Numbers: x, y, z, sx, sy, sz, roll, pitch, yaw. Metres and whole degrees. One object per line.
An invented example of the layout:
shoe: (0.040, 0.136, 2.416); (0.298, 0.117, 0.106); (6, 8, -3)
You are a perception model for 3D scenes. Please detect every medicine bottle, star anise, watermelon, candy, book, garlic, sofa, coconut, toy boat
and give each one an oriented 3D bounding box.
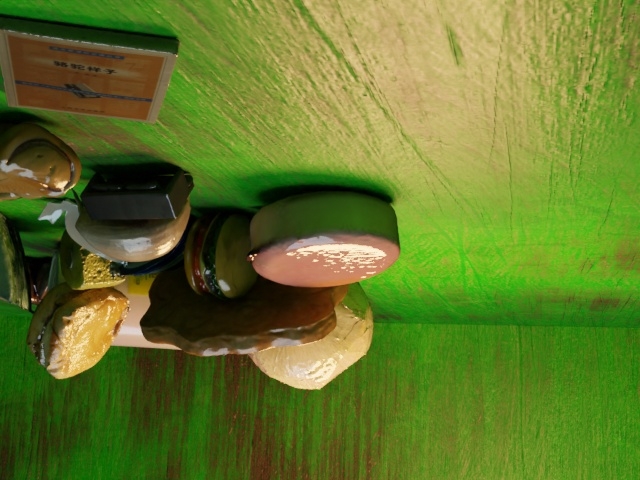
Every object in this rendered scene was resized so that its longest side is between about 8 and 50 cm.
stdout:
medicine bottle: (-0.405, 0.132, 2.152); (0.379, 0.213, 0.213); (6, 169, -22)
star anise: (-0.683, 0.106, 2.381); (0.315, 0.108, 0.315); (3, 173, 0)
watermelon: (-0.662, 0.015, 1.832); (0.302, 0.151, 0.264); (21, 170, -7)
candy: (0.000, 0.000, 1.557); (0.255, 0.094, 0.255); (-4, 159, -1)
book: (-0.243, -0.168, 1.001); (0.170, 0.018, 0.242); (5, 169, -13)
garlic: (-0.303, -0.032, 1.488); (0.198, 0.128, 0.090); (-1, 144, 10)
sofa: (-0.269, -0.078, 1.415); (0.147, 0.085, 0.060); (-1, 128, 20)
coconut: (-0.035, 0.168, 2.064); (0.297, 0.297, 0.254); (0, 180, 12)
toy boat: (-0.365, -0.006, 1.724); (0.220, 0.067, 0.291); (-30, 146, 33)

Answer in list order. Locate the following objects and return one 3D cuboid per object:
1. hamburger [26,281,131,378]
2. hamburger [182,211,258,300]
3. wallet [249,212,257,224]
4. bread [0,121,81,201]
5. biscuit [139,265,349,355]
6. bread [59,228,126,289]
hamburger: (-0.483, 0.171, 1.922); (0.108, 0.214, 0.214); (40, -175, 23)
hamburger: (-0.169, 0.027, 1.696); (0.115, 0.162, 0.162); (3, 171, 21)
wallet: (0.006, -0.026, 1.699); (0.137, 0.031, 0.255); (-9, 167, 35)
bread: (-0.424, -0.102, 1.238); (0.225, 0.081, 0.134); (0, 164, 24)
biscuit: (-0.141, 0.092, 1.799); (0.385, 0.062, 0.365); (-4, -153, 12)
bread: (-0.439, 0.029, 1.857); (0.114, 0.129, 0.111); (4, -172, -41)
